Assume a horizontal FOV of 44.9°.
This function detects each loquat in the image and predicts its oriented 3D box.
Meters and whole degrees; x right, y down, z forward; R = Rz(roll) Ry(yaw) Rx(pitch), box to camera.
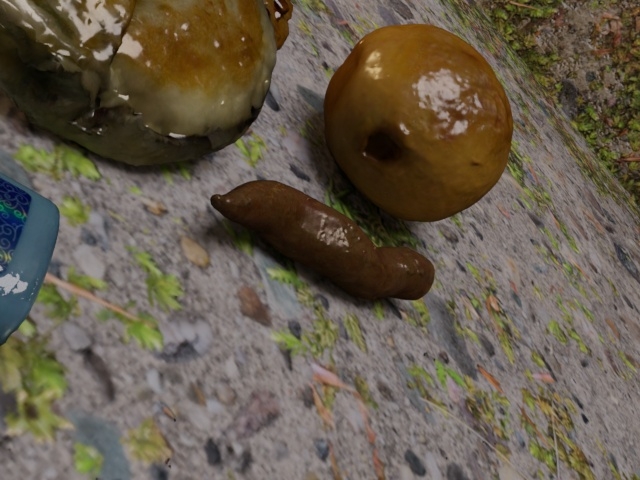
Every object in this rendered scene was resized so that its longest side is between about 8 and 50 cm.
[{"bbox_3d":[0.112,-0.133,0.872,0.238,0.193,0.238,33,29,-21],"label":"loquat"}]

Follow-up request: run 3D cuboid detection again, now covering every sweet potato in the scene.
[{"bbox_3d":[0.000,0.000,0.694,0.281,0.059,0.067,26,49,-39],"label":"sweet potato"}]

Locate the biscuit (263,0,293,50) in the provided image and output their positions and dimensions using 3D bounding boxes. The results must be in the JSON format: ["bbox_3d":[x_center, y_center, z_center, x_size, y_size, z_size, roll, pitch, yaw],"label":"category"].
[{"bbox_3d":[-0.147,-0.340,0.848,0.334,0.081,0.289,1,58,-57],"label":"biscuit"}]

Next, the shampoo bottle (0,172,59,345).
[{"bbox_3d":[-0.254,-0.043,0.367,0.258,0.061,0.104,34,31,-29],"label":"shampoo bottle"}]

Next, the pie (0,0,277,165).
[{"bbox_3d":[-0.160,-0.214,0.610,0.339,0.077,0.339,27,55,-46],"label":"pie"}]
